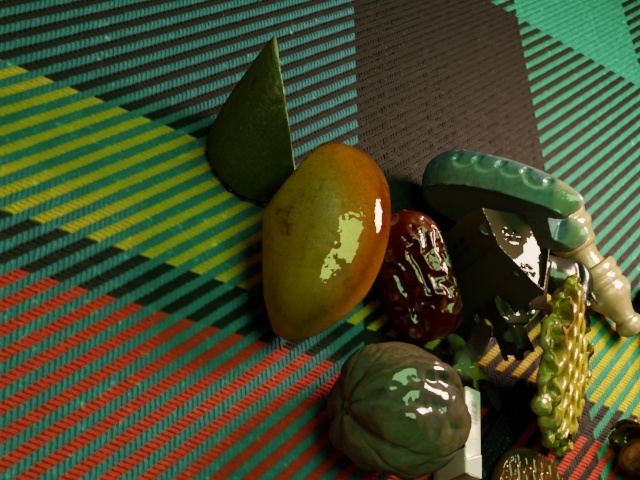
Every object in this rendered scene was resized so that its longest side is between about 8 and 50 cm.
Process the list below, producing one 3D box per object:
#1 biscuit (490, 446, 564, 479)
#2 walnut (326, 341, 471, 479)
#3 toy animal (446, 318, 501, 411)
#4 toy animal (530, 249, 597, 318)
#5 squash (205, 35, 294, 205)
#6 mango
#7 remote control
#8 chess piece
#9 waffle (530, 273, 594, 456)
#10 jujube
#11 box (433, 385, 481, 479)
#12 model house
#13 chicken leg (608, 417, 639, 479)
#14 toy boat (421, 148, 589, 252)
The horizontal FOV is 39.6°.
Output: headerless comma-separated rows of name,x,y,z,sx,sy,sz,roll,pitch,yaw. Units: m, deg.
biscuit,0.357,0.453,1.496,0.212,0.036,0.212,21,53,-31
walnut,0.120,0.256,1.344,0.224,0.224,0.224,20,51,-27
toy animal,0.239,0.207,1.548,0.155,0.219,0.095,29,54,33
toy animal,0.437,0.083,1.776,0.245,0.114,0.146,22,60,-23
squash,-0.062,-0.198,1.460,0.189,0.260,0.189,21,48,-25
mango,0.000,0.000,1.417,0.201,0.199,0.350,40,50,-34
remote control,0.316,0.331,1.551,0.245,0.025,0.063,-41,120,-46
chess piece,0.585,0.073,1.903,0.307,0.124,0.139,58,14,4
waffle,0.437,0.228,1.592,0.312,0.060,0.307,56,47,-52
jujube,0.159,0.064,1.539,0.155,0.155,0.230,-13,80,-43
box,0.223,0.324,1.452,0.040,0.084,0.154,27,48,-24
model house,0.329,0.099,1.596,0.204,0.211,0.243,4,55,-34
chicken leg,0.701,0.421,1.727,0.295,0.182,0.409,36,39,10
toy boat,0.354,-0.094,1.697,0.123,0.330,0.215,-63,146,-17
